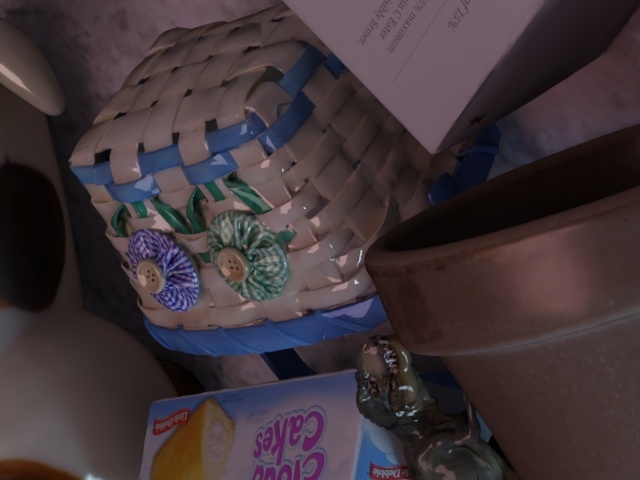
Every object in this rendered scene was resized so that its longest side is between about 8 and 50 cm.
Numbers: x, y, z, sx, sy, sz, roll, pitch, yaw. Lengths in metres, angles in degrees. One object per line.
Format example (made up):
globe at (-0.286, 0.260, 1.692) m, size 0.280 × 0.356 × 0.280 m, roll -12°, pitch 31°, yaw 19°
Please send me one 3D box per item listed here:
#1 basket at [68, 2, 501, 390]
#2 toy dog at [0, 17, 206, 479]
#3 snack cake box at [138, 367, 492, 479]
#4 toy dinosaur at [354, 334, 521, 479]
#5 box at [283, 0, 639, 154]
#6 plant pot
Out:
basket at (0.000, 0.000, 1.214) m, size 0.255 × 0.201 × 0.289 m, roll -12°, pitch 130°, yaw 46°
toy dog at (-0.252, 0.047, 1.453) m, size 0.395 × 0.284 × 0.408 m, roll -28°, pitch 95°, yaw 30°
snack cake box at (0.011, 0.149, 1.266) m, size 0.264 × 0.152 × 0.089 m, roll -16°, pitch 62°, yaw 56°
toy dinosaur at (0.122, 0.148, 1.129) m, size 0.268 × 0.118 × 0.064 m, roll 58°, pitch 177°, yaw -7°
box at (0.038, -0.256, 1.042) m, size 0.345 × 0.168 × 0.215 m, roll 47°, pitch 136°, yaw 12°
plant pot at (0.181, 0.066, 1.012) m, size 0.263 × 0.263 × 0.229 m, roll -13°, pitch 98°, yaw 46°
